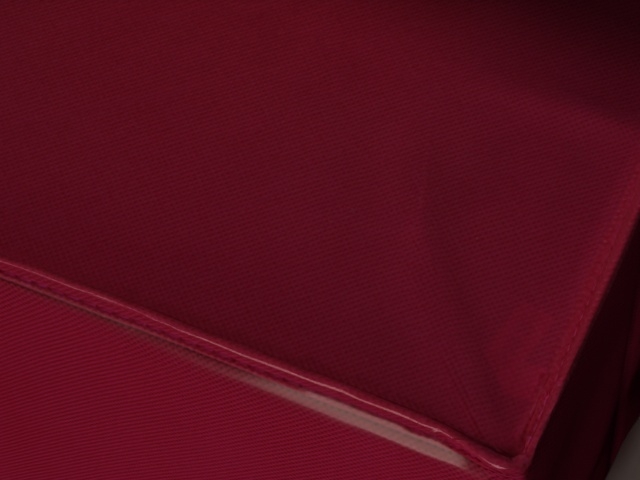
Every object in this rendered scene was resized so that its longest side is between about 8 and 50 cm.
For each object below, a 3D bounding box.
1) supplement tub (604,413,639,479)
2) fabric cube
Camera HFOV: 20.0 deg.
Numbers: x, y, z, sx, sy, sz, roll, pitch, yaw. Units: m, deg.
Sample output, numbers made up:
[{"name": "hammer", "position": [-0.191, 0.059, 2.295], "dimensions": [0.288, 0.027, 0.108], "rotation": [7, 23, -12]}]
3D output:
[{"name": "supplement tub", "position": [0.266, 0.176, 0.688], "dimensions": [0.241, 0.241, 0.331], "rotation": [0, 150, 40]}, {"name": "fabric cube", "position": [0.000, 0.000, 0.668], "dimensions": [0.254, 0.259, 0.258], "rotation": [21, 150, 15]}]
